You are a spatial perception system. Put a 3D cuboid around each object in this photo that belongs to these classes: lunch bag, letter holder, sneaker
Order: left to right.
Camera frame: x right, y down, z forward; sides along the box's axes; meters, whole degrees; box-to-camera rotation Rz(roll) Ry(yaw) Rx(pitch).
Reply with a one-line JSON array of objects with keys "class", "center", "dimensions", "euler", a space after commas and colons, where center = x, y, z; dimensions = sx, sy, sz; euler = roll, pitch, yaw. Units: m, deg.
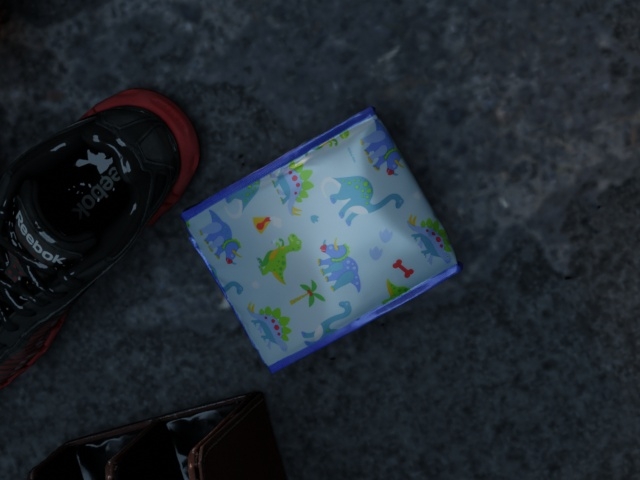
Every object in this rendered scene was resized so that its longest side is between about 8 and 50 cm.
[{"class": "sneaker", "center": [-0.198, 0.011, 1.147], "dimensions": [0.097, 0.135, 0.276], "euler": [43, 101, 0]}, {"class": "letter holder", "center": [-0.086, 0.279, 1.116], "dimensions": [0.152, 0.214, 0.301], "euler": [-16, 94, 9]}, {"class": "lunch bag", "center": [0.000, 0.000, 1.137], "dimensions": [0.151, 0.096, 0.129], "euler": [-30, 91, 0]}]
